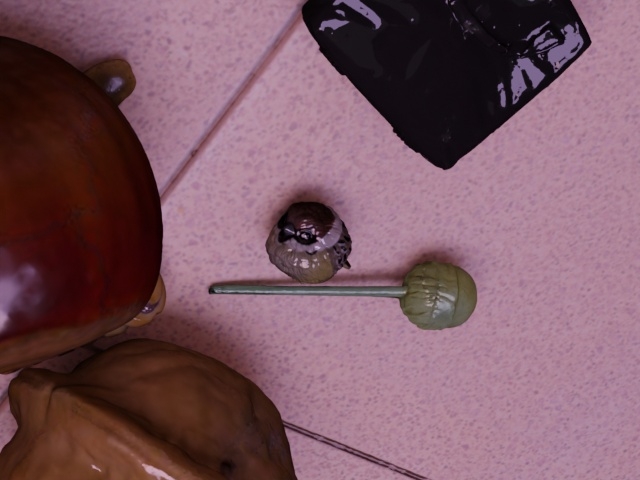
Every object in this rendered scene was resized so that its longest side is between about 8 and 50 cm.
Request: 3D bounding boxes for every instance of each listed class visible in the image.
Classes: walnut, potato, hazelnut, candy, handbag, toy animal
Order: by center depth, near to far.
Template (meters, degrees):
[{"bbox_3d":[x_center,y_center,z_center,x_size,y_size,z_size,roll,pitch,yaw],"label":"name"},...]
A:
[{"bbox_3d":[-0.358,-0.011,1.168,0.409,0.359,0.359,-13,128,-6],"label":"hazelnut"},{"bbox_3d":[-0.230,-0.157,1.274,0.083,0.040,0.051,-32,133,8],"label":"potato"},{"bbox_3d":[0.138,-0.232,1.309,0.244,0.088,0.275,-40,123,10],"label":"handbag"},{"bbox_3d":[-0.204,0.301,1.429,0.384,0.383,0.383,-9,127,-12],"label":"walnut"},{"bbox_3d":[0.000,0.000,1.436,0.137,0.098,0.098,1,128,-46],"label":"toy animal"},{"bbox_3d":[0.030,0.065,1.507,0.336,0.093,0.092,2,105,-8],"label":"candy"}]

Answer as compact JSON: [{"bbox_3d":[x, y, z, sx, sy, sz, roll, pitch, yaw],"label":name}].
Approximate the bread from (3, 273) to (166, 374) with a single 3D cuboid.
[{"bbox_3d":[-0.294,0.062,1.388,0.225,0.081,0.134,-18,124,-1],"label":"bread"}]
